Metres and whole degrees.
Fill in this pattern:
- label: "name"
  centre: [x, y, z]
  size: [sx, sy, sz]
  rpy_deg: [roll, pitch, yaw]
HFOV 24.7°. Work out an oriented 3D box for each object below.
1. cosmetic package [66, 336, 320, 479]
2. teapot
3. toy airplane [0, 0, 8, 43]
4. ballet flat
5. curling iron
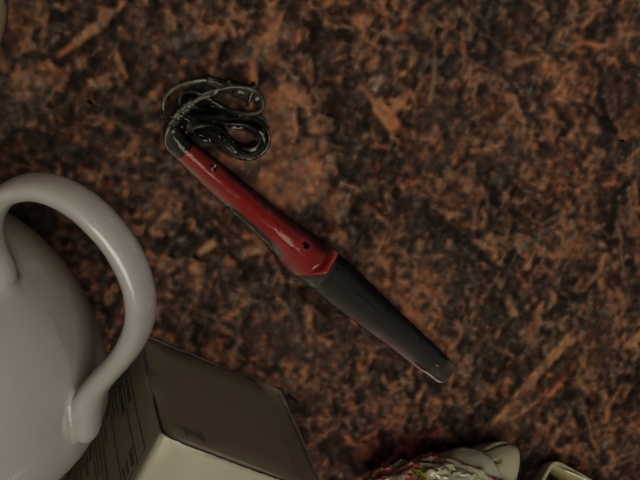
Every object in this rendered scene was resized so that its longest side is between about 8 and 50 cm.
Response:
- label: "cosmetic package"
  centre: [-0.127, 0.236, 0.930]
  size: [0.113, 0.160, 0.309]
  rpy_deg: [24, 103, -18]
- label: "teapot"
  centre: [-0.241, 0.043, 0.796]
  size: [0.256, 0.252, 0.187]
  rpy_deg: [-19, 115, -19]
- label: "toy airplane"
  centre: [-0.248, -0.172, 0.654]
  size: [0.384, 0.386, 0.272]
  rpy_deg: [-37, 73, 16]
- label: "ballet flat"
  centre: [0.137, 0.184, 1.015]
  size: [0.241, 0.091, 0.077]
  rpy_deg: [25, 71, -21]
- label: "curling iron"
  centre: [0.000, 0.000, 0.941]
  size: [0.068, 0.035, 0.274]
  rpy_deg: [-40, 110, 4]
